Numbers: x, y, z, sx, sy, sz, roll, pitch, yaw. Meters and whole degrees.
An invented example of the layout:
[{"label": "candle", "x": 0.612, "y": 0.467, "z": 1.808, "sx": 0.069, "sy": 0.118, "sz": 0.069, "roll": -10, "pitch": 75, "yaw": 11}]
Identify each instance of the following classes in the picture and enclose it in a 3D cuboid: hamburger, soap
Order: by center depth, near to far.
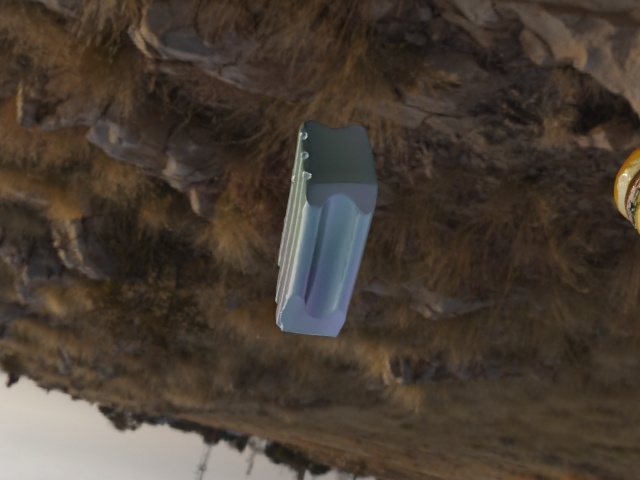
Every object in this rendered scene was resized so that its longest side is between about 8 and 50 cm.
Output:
[{"label": "soap", "x": 0.000, "y": 0.000, "z": 1.191, "sx": 0.115, "sy": 0.208, "sz": 0.347, "roll": 5, "pitch": 130, "yaw": -8}, {"label": "hamburger", "x": 0.661, "y": -0.081, "z": 1.264, "sx": 0.246, "sy": 0.170, "sz": 0.246, "roll": -7, "pitch": 132, "yaw": -8}]
